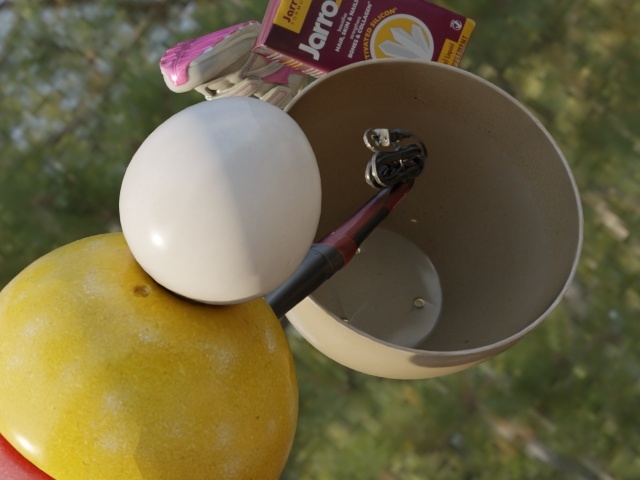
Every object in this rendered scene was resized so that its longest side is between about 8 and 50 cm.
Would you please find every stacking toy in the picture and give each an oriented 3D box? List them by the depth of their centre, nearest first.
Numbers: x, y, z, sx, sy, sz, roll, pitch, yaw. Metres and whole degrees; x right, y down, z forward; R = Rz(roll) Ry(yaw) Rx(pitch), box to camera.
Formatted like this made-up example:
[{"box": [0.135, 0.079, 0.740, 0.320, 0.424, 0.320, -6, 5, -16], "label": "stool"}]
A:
[{"box": [-0.122, 0.114, 1.160, 0.350, 0.350, 0.480, -14, -41, -55], "label": "stacking toy"}]

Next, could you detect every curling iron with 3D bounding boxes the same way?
[{"box": [0.000, 0.000, 1.469, 0.274, 0.035, 0.068, -48, -58, -32], "label": "curling iron"}]

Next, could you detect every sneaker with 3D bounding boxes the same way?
[{"box": [-0.082, -0.187, 2.075, 0.103, 0.111, 0.252, -13, 4, 35], "label": "sneaker"}]

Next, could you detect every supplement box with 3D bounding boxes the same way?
[{"box": [0.041, -0.198, 1.781, 0.081, 0.188, 0.104, -165, 96, -80], "label": "supplement box"}]

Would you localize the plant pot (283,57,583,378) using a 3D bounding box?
[{"box": [0.066, 0.008, 1.622, 0.284, 0.284, 0.191, -39, -12, -28], "label": "plant pot"}]
